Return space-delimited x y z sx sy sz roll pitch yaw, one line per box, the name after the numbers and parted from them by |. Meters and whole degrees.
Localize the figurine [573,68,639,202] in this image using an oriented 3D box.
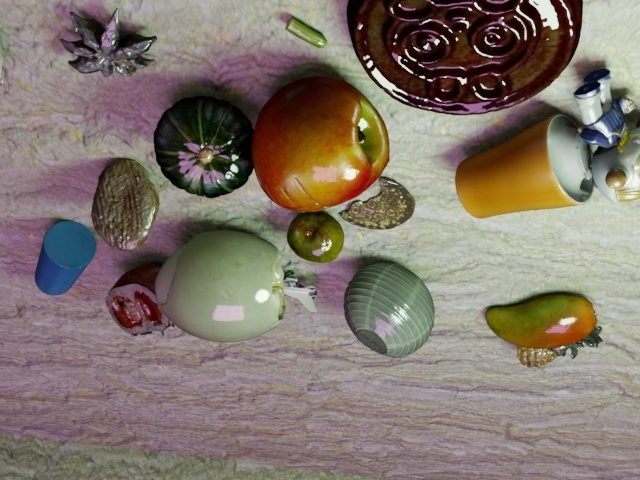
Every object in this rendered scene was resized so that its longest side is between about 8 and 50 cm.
0.550 -0.180 1.635 0.133 0.194 0.274 -6 149 47 | figurine

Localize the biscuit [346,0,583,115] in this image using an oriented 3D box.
0.247 -0.363 1.508 0.407 0.091 0.407 5 147 3 | biscuit

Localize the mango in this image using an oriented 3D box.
0.576 0.215 2.269 0.289 0.129 0.146 -16 136 43 | mango

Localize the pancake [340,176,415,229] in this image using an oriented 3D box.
0.127 -0.081 2.015 0.190 0.020 0.184 -9 143 22 | pancake

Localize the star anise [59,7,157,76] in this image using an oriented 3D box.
-0.409 -0.369 1.661 0.204 0.061 0.180 2 146 9 | star anise

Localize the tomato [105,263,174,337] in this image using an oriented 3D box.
-0.456 0.147 2.352 0.214 0.155 0.180 -8 122 35 | tomato

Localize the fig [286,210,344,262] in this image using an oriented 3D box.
-0.002 -0.017 2.084 0.133 0.185 0.126 1 105 16 | fig

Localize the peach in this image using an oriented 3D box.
-0.018 -0.191 1.703 0.275 0.248 0.245 -15 104 32 | peach

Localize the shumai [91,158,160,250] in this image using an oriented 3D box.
-0.449 -0.080 2.035 0.161 0.209 0.153 -8 178 -1 | shumai

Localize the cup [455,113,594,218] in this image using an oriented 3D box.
0.426 -0.137 1.764 0.264 0.182 0.226 -16 171 42 | cup

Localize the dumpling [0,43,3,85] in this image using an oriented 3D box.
-0.685 -0.377 1.668 0.136 0.118 0.199 2 124 6 | dumpling

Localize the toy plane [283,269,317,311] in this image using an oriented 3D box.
-0.106 0.120 2.323 0.234 0.082 0.160 19 158 10 | toy plane

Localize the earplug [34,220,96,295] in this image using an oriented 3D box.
-0.693 0.065 2.314 0.132 0.132 0.273 21 148 -18 | earplug

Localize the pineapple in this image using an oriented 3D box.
0.651 0.274 2.351 0.237 0.119 0.111 -20 125 40 | pineapple

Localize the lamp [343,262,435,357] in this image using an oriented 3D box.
0.180 0.173 2.202 0.265 0.233 0.233 46 135 -14 | lamp

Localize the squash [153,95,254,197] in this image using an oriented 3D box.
-0.233 -0.190 1.777 0.218 0.218 0.172 16 -177 -12 | squash

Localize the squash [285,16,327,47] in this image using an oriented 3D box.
-0.023 -0.378 1.597 0.083 0.027 0.027 25 143 -23 | squash

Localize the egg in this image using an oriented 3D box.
-0.251 0.113 2.153 0.336 0.278 0.278 1 146 11 | egg
